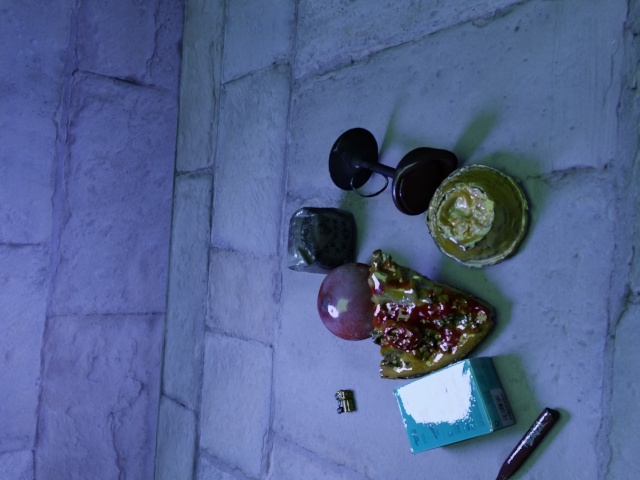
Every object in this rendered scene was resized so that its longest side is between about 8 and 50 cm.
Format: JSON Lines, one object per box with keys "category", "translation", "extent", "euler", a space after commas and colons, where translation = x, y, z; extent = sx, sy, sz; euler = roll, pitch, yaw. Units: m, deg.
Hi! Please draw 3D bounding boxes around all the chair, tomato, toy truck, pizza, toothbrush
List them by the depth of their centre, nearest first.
{"category": "toothbrush", "translation": [0.522, 0.585, 1.465], "extent": [0.041, 0.041, 0.363], "euler": [47, 122, 42]}
{"category": "pizza", "translation": [0.252, 0.219, 1.645], "extent": [0.440, 0.130, 0.406], "euler": [-40, 87, 32]}
{"category": "chair", "translation": [0.230, -0.220, 1.757], "extent": [0.401, 0.227, 0.226], "euler": [27, 107, 48]}
{"category": "tomato", "translation": [0.107, 0.209, 1.859], "extent": [0.270, 0.227, 0.269], "euler": [-3, 87, 52]}
{"category": "toy truck", "translation": [0.088, 0.581, 1.985], "extent": [0.054, 0.049, 0.083], "euler": [-25, 69, 46]}

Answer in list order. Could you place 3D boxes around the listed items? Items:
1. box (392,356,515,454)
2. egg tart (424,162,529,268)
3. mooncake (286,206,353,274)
{"category": "box", "translation": [0.377, 0.478, 1.589], "extent": [0.311, 0.118, 0.204], "euler": [-38, 56, 41]}
{"category": "egg tart", "translation": [0.424, -0.069, 1.556], "extent": [0.315, 0.120, 0.314], "euler": [-1, 88, 40]}
{"category": "mooncake", "translation": [0.003, -0.002, 1.985], "extent": [0.136, 0.250, 0.254], "euler": [-17, 73, 51]}
